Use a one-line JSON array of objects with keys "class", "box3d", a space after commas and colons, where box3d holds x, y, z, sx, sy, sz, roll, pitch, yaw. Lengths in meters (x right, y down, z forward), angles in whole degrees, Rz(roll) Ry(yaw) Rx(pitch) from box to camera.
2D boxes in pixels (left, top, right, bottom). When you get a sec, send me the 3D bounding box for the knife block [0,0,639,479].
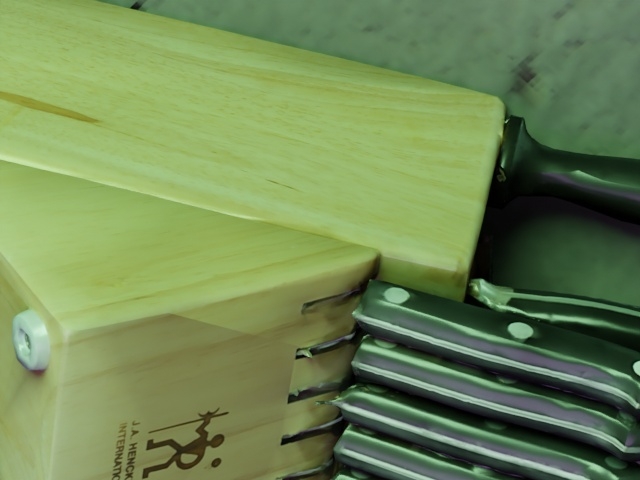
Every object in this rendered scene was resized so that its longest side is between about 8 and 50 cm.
[{"class": "knife block", "box3d": [0.000, 0.000, 0.550, 0.276, 0.242, 0.088, 44, 134, 41]}]
